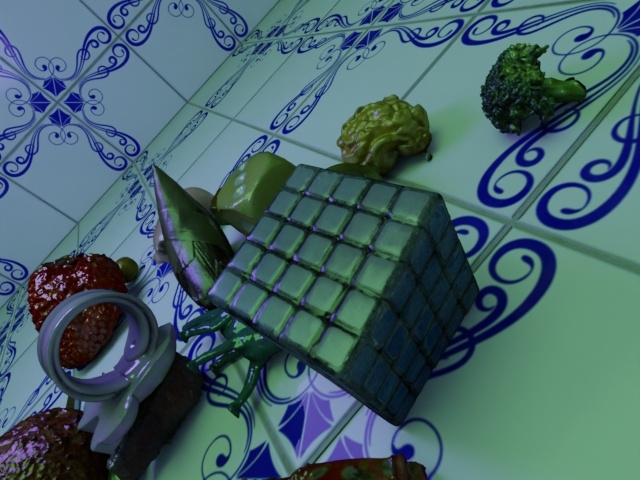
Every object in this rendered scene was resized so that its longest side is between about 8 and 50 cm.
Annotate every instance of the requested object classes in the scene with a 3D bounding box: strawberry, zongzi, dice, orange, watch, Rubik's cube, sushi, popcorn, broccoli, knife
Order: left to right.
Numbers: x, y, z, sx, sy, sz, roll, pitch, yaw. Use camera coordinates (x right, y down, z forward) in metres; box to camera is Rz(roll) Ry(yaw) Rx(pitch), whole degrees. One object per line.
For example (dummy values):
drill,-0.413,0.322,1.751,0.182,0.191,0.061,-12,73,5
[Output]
knife,-0.668,0.497,1.169,0.061,0.027,0.343,-50,33,4
strawberry,-0.750,0.216,1.365,0.312,0.267,0.351,-15,70,31
watch,-0.413,0.216,0.817,0.211,0.217,0.248,-1,49,50
orange,-0.673,0.104,1.523,0.085,0.085,0.095,-31,43,23
sushi,-0.317,0.332,0.874,0.161,0.107,0.241,-35,30,20
zongzi,-0.305,-0.005,1.029,0.154,0.317,0.289,-32,32,-12
dice,-0.127,-0.094,1.046,0.166,0.169,0.169,6,60,50
Rubik's cube,0.042,0.066,0.599,0.238,0.237,0.237,21,70,38
popcorn,0.131,-0.224,0.929,0.194,0.140,0.163,-24,45,28
broccoli,0.351,-0.251,0.739,0.160,0.167,0.155,0,86,15

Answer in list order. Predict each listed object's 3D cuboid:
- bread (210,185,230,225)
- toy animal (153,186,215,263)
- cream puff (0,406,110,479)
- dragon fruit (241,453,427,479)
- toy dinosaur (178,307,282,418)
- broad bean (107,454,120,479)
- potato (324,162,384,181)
bread,-0.222,-0.092,1.188,0.140,0.069,0.128,6,41,-1
toy animal,-0.402,-0.045,1.310,0.166,0.154,0.250,103,-169,-66
cream puff,-0.591,0.504,0.889,0.350,0.228,0.350,-23,48,28
dragon fruit,-0.017,0.337,0.467,0.262,0.211,0.134,-45,26,14
toy dinosaur,-0.105,0.140,0.873,0.331,0.129,0.383,-42,31,-12
broad bean,-0.406,0.401,0.943,0.098,0.056,0.318,-48,30,27
potato,0.046,-0.069,0.838,0.137,0.154,0.200,-33,6,42
